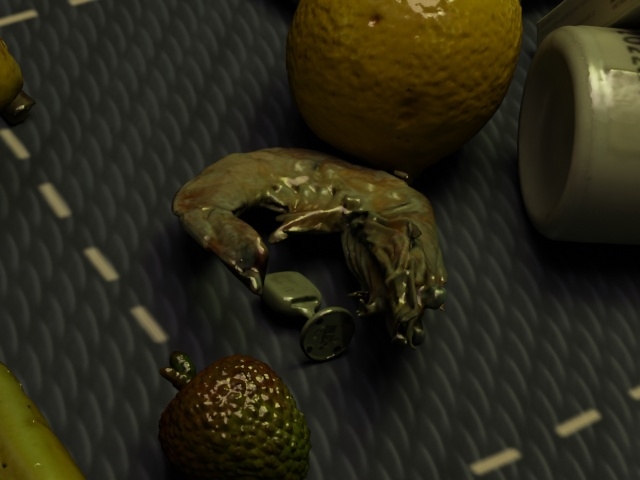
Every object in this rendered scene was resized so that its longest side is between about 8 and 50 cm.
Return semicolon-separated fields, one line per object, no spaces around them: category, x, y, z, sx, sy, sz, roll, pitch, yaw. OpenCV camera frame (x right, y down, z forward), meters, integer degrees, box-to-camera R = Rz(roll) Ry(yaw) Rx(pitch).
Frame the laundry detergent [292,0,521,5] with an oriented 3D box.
laundry detergent;0.034;-0.343;1.724;0.397;0.125;0.264;16;76;16

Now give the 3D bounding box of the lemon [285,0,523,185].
lemon;0.085;-0.198;1.518;0.228;0.253;0.228;23;16;-7

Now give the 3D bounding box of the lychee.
lychee;-0.071;0.145;1.234;0.146;0.114;0.114;43;48;3

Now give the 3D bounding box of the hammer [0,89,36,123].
hammer;-0.383;-0.211;1.594;0.125;0.027;0.297;-27;56;-34

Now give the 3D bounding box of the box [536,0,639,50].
box;0.365;-0.227;1.572;0.200;0.343;0.065;3;83;-10

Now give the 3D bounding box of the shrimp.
shrimp;0.000;0.000;1.377;0.247;0.085;0.360;1;27;-20

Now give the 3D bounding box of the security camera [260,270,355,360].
security camera;-0.016;0.061;1.384;0.058;0.058;0.092;-15;37;-26

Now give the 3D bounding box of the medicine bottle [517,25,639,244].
medicine bottle;0.394;-0.096;1.510;0.371;0.211;0.211;2;44;-10

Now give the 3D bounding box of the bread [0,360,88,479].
bread;-0.215;0.244;1.096;0.166;0.112;0.383;-24;55;-29

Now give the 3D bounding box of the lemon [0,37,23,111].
lemon;-0.418;-0.151;1.364;0.310;0.258;0.258;-2;45;-10
